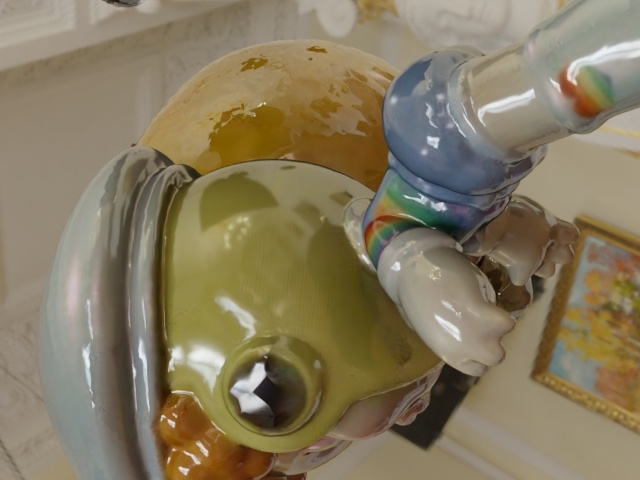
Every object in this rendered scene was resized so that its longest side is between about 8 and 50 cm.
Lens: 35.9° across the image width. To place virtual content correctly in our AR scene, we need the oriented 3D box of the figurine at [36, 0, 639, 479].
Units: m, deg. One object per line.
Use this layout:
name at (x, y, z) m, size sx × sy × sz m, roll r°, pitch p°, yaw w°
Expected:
figurine at (0.015, -0.009, 0.500) m, size 0.382 × 0.205 × 0.224 m, roll -38°, pitch 2°, yaw 16°

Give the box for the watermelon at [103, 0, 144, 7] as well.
watermelon at (-0.104, -0.247, 0.575) m, size 0.261 × 0.213 × 0.201 m, roll -16°, pitch -55°, yaw -5°

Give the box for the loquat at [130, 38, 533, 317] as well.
loquat at (0.000, 0.000, 0.827) m, size 0.328 × 0.359 × 0.328 m, roll 12°, pitch -90°, yaw -80°
